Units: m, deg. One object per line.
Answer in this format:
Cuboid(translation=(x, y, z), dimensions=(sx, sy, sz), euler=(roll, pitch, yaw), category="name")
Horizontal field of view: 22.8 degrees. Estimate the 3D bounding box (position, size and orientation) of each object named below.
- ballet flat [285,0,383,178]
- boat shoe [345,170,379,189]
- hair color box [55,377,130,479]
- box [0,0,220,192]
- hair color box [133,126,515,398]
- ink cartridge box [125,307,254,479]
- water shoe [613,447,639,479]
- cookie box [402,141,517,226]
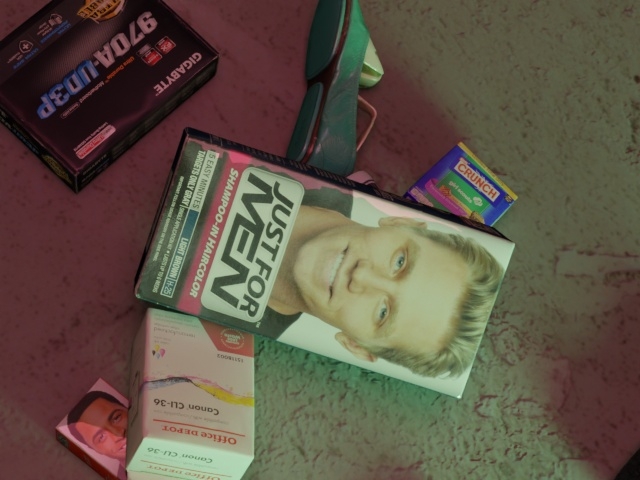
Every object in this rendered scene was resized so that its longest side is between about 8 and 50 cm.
Cuboid(translation=(0.023, -0.170, 1.767), dimensions=(0.087, 0.083, 0.247), euler=(22, 65, -25), category="ballet flat")
Cuboid(translation=(0.000, 0.000, 1.692), dimensions=(0.183, 0.065, 0.083), euler=(-31, 75, -19), category="boat shoe")
Cuboid(translation=(-0.190, 0.211, 1.592), dimensions=(0.141, 0.043, 0.072), euler=(37, 68, 8), category="hair color box")
Cuboid(translation=(-0.249, -0.184, 1.738), dimensions=(0.175, 0.051, 0.220), euler=(44, 68, 10), category="box")
Cuboid(translation=(0.002, 0.021, 1.609), dimensions=(0.347, 0.105, 0.173), euler=(18, 96, -8), category="hair color box")
Cuboid(translation=(-0.127, 0.171, 1.563), dimensions=(0.115, 0.067, 0.198), euler=(12, 48, -17), category="ink cartridge box")
Cuboid(translation=(0.383, 0.231, 1.664), dimensions=(0.203, 0.073, 0.080), euler=(-41, 105, -21), category="water shoe")
Cuboid(translation=(0.148, -0.041, 1.725), dimensions=(0.092, 0.040, 0.107), euler=(44, 52, 4), category="cookie box")
